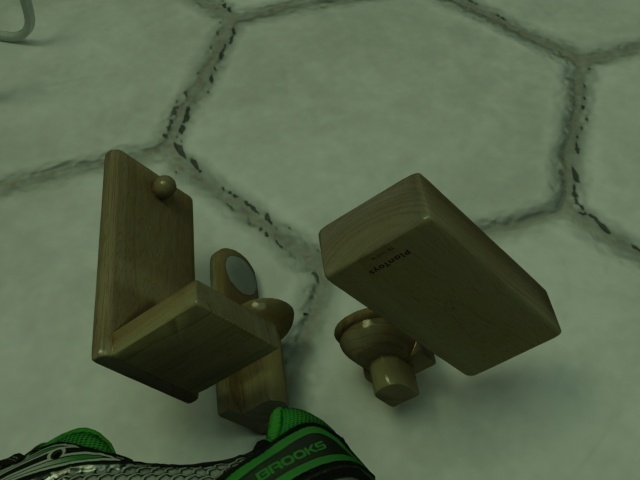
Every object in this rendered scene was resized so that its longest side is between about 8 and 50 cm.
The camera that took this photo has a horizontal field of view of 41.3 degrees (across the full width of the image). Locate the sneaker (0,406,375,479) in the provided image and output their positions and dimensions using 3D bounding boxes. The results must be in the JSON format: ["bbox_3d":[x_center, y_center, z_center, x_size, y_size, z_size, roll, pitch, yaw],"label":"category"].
[{"bbox_3d":[-0.127,0.157,0.308,0.344,0.134,0.146,-9,43,-16],"label":"sneaker"}]

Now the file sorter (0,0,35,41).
[{"bbox_3d":[-0.283,-0.219,0.568,0.173,0.192,0.277,13,52,9],"label":"file sorter"}]

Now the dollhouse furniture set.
[{"bbox_3d":[0.000,0.000,0.406,0.151,0.144,0.123,-31,46,24],"label":"dollhouse furniture set"}]
